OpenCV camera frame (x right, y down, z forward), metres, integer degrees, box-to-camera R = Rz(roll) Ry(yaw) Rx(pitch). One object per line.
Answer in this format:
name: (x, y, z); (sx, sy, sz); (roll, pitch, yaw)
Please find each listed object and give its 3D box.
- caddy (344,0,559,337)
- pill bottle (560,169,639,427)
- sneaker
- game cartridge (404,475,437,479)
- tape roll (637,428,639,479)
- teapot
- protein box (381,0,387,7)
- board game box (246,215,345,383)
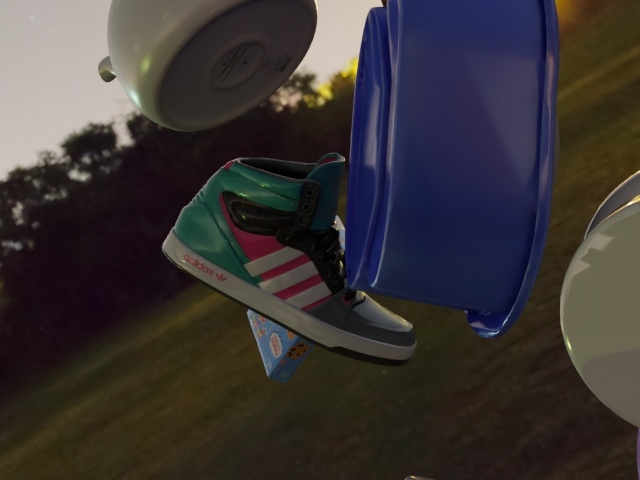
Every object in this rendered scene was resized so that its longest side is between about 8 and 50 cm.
caddy: (0.130, -0.085, 0.887); (0.179, 0.341, 0.241); (5, -3, -7)
pill bottle: (0.359, 0.021, 0.867); (0.224, 0.224, 0.392); (-29, -4, 32)
sneaker: (0.000, 0.000, 1.043); (0.178, 0.295, 0.124); (-62, 6, 14)
game cartridge: (0.133, 0.313, 0.760); (0.196, 0.294, 0.060); (-55, 25, -6)
tape roll: (0.452, 0.288, 1.084); (0.090, 0.275, 0.275); (-5, -2, -6)
teapot: (-0.138, -0.263, 1.088); (0.256, 0.187, 0.252); (-32, -20, -9)
protein box: (0.178, -0.353, 1.070); (0.201, 0.136, 0.200); (-5, 30, 36)
board game box: (-0.024, 0.080, 1.432); (0.211, 0.039, 0.160); (-53, 32, 19)
